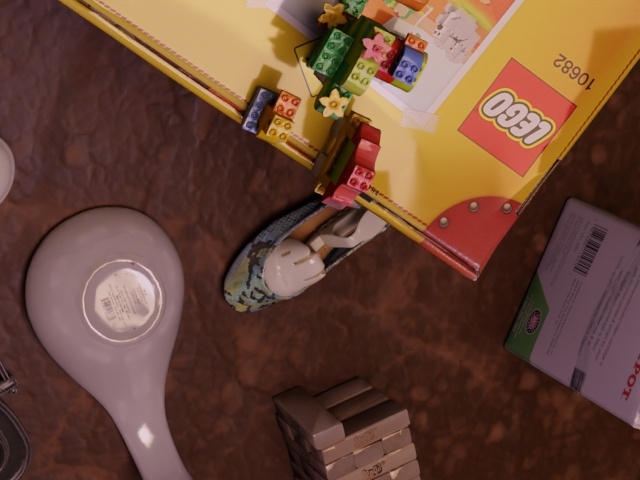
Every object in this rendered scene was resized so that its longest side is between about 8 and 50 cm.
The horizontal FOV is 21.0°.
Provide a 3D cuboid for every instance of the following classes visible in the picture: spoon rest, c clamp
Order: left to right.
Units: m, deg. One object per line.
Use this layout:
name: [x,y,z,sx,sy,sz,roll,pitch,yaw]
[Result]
c clamp: [-0.307,0.168,1.412,0.160,0.022,0.137,-38,124,-13]
spoon rest: [-0.157,0.106,1.444,0.137,0.084,0.276,-21,101,-21]

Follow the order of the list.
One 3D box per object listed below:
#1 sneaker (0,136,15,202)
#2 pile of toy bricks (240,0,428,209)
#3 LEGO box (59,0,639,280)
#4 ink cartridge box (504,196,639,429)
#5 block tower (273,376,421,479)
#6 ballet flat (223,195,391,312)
sneaker: [-0.353,-0.046,1.260,0.290,0.123,0.106,3,103,-29]
pile of toy bricks: [0.023,-0.129,1.150,0.118,0.105,0.212,22,103,-20]
LEGO box: [0.014,-0.268,1.262,0.500,0.193,0.372,34,98,-22]
ink cartridge box: [0.283,0.071,1.560,0.092,0.219,0.160,20,97,-30]
block tower: [0.049,0.286,1.587,0.097,0.091,0.335,-23,116,-19]
ballet flat: [0.000,0.000,1.485,0.188,0.070,0.070,-40,119,-10]
